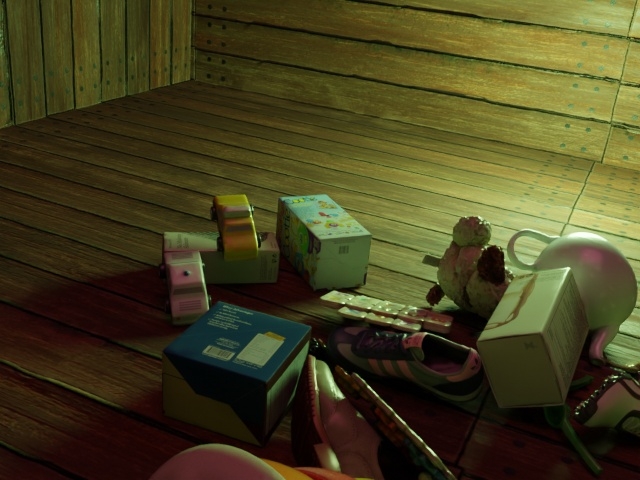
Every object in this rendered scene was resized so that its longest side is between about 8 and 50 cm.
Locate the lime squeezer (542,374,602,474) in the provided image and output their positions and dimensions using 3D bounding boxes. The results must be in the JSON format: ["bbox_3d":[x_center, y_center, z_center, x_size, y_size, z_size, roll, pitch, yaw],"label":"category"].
[{"bbox_3d":[0.462,0.321,1.392,0.110,0.059,0.310,39,25,0],"label":"lime squeezer"}]

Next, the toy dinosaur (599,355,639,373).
[{"bbox_3d":[0.676,0.271,1.558,0.183,0.053,0.092,1,7,-29],"label":"toy dinosaur"}]

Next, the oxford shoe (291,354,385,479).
[{"bbox_3d":[0.029,0.321,1.208,0.130,0.123,0.348,8,31,-14],"label":"oxford shoe"}]

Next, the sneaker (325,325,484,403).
[{"bbox_3d":[0.158,0.208,1.430,0.318,0.131,0.112,11,52,17],"label":"sneaker"}]

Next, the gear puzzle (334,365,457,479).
[{"bbox_3d":[0.108,0.304,1.223,0.044,0.175,0.339,-42,38,-7],"label":"gear puzzle"}]

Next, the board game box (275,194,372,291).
[{"bbox_3d":[0.000,0.000,1.886,0.144,0.142,0.275,-5,26,-23],"label":"board game box"}]

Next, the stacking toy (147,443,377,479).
[{"bbox_3d":[0.038,0.390,0.878,0.479,0.351,0.350,3,18,-47],"label":"stacking toy"}]

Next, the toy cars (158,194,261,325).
[{"bbox_3d":[-0.245,0.019,1.673,0.176,0.087,0.394,27,51,9],"label":"toy cars"}]

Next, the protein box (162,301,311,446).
[{"bbox_3d":[-0.146,0.231,1.329,0.199,0.136,0.201,13,25,17],"label":"protein box"}]

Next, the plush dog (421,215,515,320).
[{"bbox_3d":[0.368,0.104,1.689,0.210,0.262,0.225,-36,25,-9],"label":"plush dog"}]

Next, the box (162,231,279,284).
[{"bbox_3d":[-0.242,0.041,1.795,0.275,0.094,0.113,0,25,-15],"label":"box"}]

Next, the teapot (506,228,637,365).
[{"bbox_3d":[0.558,0.110,1.660,0.187,0.253,0.256,-22,22,-27],"label":"teapot"}]

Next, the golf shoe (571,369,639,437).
[{"bbox_3d":[0.564,0.304,1.334,0.272,0.105,0.120,-1,43,-39],"label":"golf shoe"}]

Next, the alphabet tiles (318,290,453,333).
[{"bbox_3d":[0.144,0.153,1.610,0.284,0.021,0.278,11,4,14],"label":"alphabet tiles"}]

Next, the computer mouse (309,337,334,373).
[{"bbox_3d":[-0.074,0.224,1.446,0.193,0.106,0.042,3,48,22],"label":"computer mouse"}]

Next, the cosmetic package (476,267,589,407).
[{"bbox_3d":[0.422,0.184,1.449,0.129,0.153,0.296,-13,14,32],"label":"cosmetic package"}]
